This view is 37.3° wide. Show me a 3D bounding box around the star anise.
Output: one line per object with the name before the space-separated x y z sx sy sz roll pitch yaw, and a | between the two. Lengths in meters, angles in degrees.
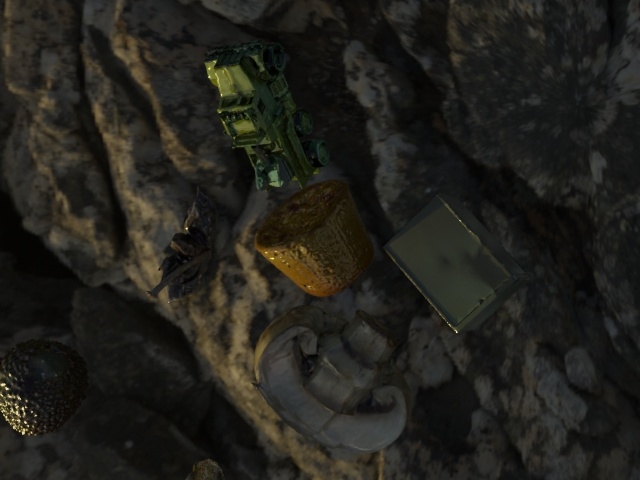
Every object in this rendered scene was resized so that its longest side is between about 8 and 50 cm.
star anise | -0.246 0.024 1.790 0.081 0.262 0.230 21 129 -1

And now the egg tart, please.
egg tart | 0.000 0.000 1.696 0.202 0.202 0.147 -29 117 17

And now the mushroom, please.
mushroom | 0.027 0.185 1.435 0.254 0.189 0.195 33 101 -12

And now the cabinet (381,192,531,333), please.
cabinet | 0.247 0.040 1.709 0.145 0.150 0.206 -45 73 16

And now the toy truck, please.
toy truck | -0.094 -0.186 1.506 0.128 0.135 0.259 -3 127 27

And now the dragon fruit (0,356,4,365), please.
dragon fruit | -0.609 0.269 1.638 0.094 0.190 0.094 28 133 35

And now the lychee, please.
lychee | -0.476 0.249 1.604 0.171 0.171 0.171 2 98 15

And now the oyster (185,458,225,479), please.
oyster | -0.129 0.503 1.400 0.110 0.166 0.341 -26 101 32
